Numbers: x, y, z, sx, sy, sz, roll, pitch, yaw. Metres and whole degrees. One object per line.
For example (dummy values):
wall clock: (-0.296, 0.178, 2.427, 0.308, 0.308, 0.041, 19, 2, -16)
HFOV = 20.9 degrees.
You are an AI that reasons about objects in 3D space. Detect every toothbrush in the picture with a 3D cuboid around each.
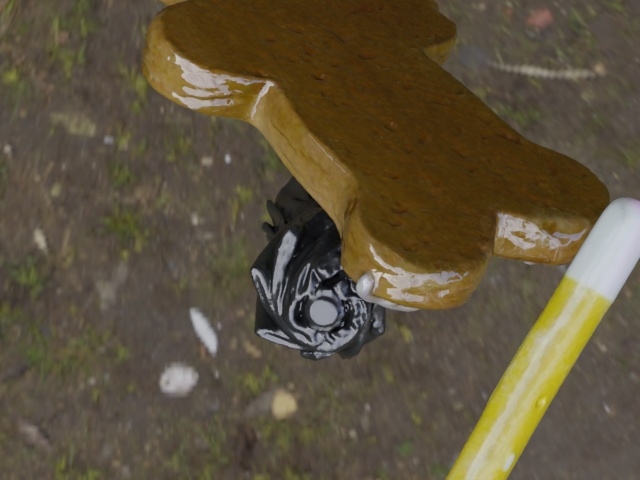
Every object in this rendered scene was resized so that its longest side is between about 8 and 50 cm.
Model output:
toothbrush: (0.024, 0.112, 0.532, 0.021, 0.024, 0.288, 32, 87, -48)

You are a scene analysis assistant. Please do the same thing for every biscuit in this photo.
biscuit: (0.002, -0.112, 1.214, 0.283, 0.432, 0.064, -16, 142, -45)

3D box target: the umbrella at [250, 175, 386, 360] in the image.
umbrella: (0.000, 0.000, 1.359, 0.118, 0.340, 0.118, -1, 105, -3)
